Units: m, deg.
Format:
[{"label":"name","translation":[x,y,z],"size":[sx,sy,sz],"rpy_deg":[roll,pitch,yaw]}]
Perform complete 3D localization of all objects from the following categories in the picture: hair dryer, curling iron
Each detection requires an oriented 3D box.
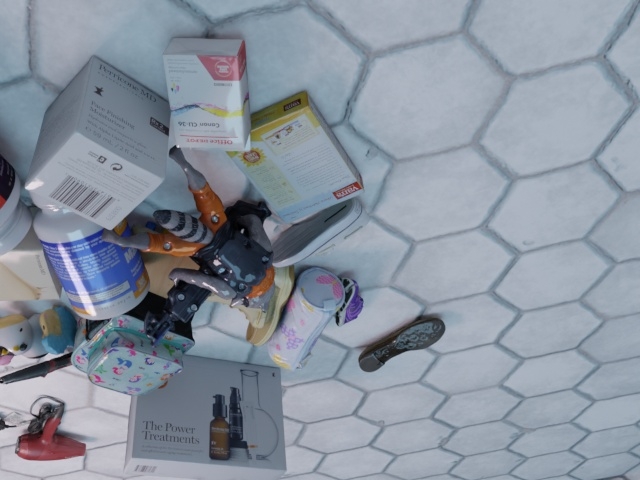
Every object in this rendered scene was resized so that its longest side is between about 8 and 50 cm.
[{"label":"hair dryer","translation":[-0.763,0.547,1.909],"size":[0.223,0.080,0.294],"rpy_deg":[-19,139,12]},{"label":"curling iron","translation":[-0.629,0.293,1.541],"size":[0.068,0.035,0.274],"rpy_deg":[-19,178,9]}]

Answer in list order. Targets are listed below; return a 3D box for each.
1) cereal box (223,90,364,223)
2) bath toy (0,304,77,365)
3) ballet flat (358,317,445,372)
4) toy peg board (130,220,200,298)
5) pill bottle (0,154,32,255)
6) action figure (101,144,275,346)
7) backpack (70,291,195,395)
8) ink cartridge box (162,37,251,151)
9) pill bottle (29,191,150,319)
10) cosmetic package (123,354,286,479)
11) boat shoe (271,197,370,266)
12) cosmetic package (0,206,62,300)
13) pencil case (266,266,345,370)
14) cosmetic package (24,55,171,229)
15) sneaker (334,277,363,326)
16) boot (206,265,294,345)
[{"label":"cereal box","translation":[-0.045,-0.140,1.229],"size":[0.172,0.047,0.240],"rpy_deg":[-21,139,16]},{"label":"bath toy","translation":[-0.720,0.244,1.520],"size":[0.348,0.129,0.151],"rpy_deg":[-18,139,13]},{"label":"ballet flat","translation":[0.203,0.257,1.739],"size":[0.249,0.058,0.084],"rpy_deg":[-33,112,19]},{"label":"toy peg board","translation":[-0.312,0.031,1.385],"size":[0.160,0.079,0.161],"rpy_deg":[24,132,-11]},{"label":"pill bottle","translation":[-0.606,-0.110,1.076],"size":[0.181,0.182,0.323],"rpy_deg":[-16,139,10]},{"label":"action figure","translation":[-0.214,0.046,1.213],"size":[0.330,0.178,0.341],"rpy_deg":[38,81,-35]},{"label":"backpack","translation":[-0.422,0.229,1.513],"size":[0.225,0.191,0.253],"rpy_deg":[29,133,-36]},{"label":"ink cartridge box","translation":[-0.172,-0.211,1.075],"size":[0.115,0.067,0.198],"rpy_deg":[2,130,3]},{"label":"pill bottle","translation":[-0.418,-0.004,1.230],"size":[0.152,0.152,0.272],"rpy_deg":[-9,124,3]},{"label":"cosmetic package","translation":[-0.278,0.436,1.692],"size":[0.377,0.285,0.097],"rpy_deg":[12,135,-22]},{"label":"boat shoe","translation":[0.000,0.000,1.373],"size":[0.226,0.083,0.075],"rpy_deg":[-30,134,24]},{"label":"cosmetic package","translation":[-0.656,0.029,1.288],"size":[0.309,0.113,0.160],"rpy_deg":[-1,139,-6]},{"label":"pencil case","translation":[-0.038,0.182,1.554],"size":[0.113,0.124,0.273],"rpy_deg":[8,137,-18]},{"label":"cosmetic package","translation":[-0.340,-0.150,1.067],"size":[0.151,0.184,0.151],"rpy_deg":[30,128,-36]},{"label":"sneaker","translation":[0.068,0.135,1.574],"size":[0.071,0.068,0.170],"rpy_deg":[-15,151,-14]},{"label":"boot","translation":[-0.184,0.129,1.488],"size":[0.203,0.095,0.262],"rpy_deg":[8,136,-18]}]
